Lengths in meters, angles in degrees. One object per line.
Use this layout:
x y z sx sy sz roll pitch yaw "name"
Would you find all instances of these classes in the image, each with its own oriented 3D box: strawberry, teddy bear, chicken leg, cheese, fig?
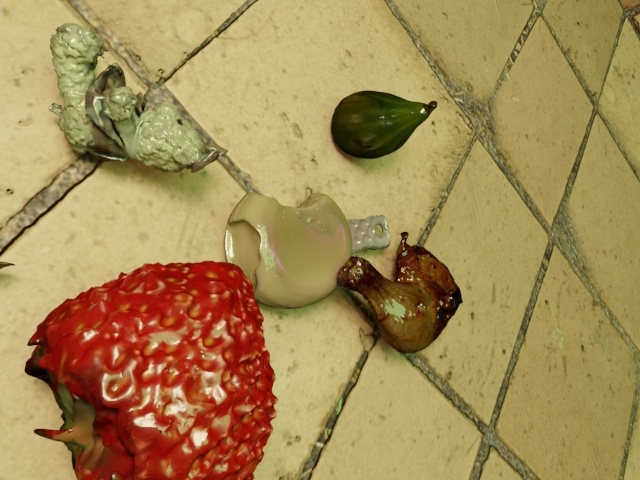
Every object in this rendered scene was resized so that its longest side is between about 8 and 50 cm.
-0.135 0.137 0.542 0.257 0.261 0.261 -20 93 -32 "strawberry"
-0.216 -0.127 0.616 0.213 0.133 0.111 40 84 -16 "teddy bear"
0.136 0.079 0.854 0.322 0.082 0.178 -20 91 -57 "chicken leg"
0.000 0.000 0.797 0.286 0.082 0.163 -14 91 -43 "cheese"
0.100 -0.177 0.855 0.117 0.177 0.117 -11 105 -46 "fig"

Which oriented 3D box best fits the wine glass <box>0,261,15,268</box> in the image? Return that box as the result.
-0.350 -0.096 0.537 0.074 0.074 0.263 -8 85 -40 "wine glass"
